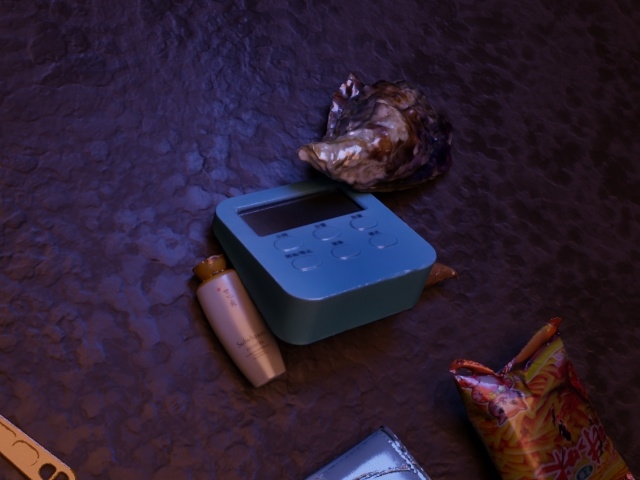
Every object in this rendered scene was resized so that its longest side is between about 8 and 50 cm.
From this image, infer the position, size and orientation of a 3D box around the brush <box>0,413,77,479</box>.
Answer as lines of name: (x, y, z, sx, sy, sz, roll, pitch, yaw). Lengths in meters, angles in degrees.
brush: (-0.396, 0.210, 0.966, 0.272, 0.013, 0.103, 40, 62, -2)

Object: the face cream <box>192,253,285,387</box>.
face cream: (-0.109, 0.105, 1.089, 0.072, 0.051, 0.182, -26, 79, -17)

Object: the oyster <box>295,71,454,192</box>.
oyster: (0.099, -0.165, 1.233, 0.275, 0.100, 0.271, 14, 42, -15)

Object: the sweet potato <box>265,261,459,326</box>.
sweet potato: (0.059, 0.081, 1.156, 0.315, 0.072, 0.066, -9, 31, -26)

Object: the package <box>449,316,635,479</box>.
package: (0.313, 0.267, 1.150, 0.223, 0.108, 0.288, -19, 84, -31)

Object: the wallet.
wallet: (0.032, 0.359, 1.010, 0.250, 0.075, 0.176, -27, 61, -26)

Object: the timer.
timer: (0.000, 0.000, 1.107, 0.232, 0.091, 0.250, -17, 51, -28)
